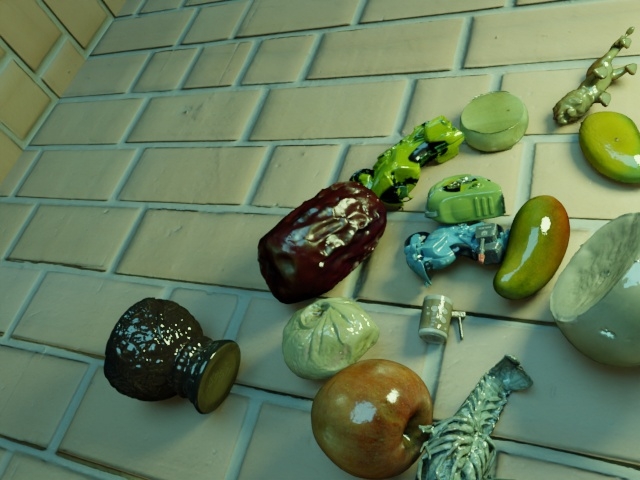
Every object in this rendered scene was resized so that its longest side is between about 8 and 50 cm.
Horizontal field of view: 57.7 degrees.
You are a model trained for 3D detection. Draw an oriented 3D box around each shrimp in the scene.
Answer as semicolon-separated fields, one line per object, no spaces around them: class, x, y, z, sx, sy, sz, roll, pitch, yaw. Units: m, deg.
shrimp;0.296;0.408;1.164;0.221;0.166;0.410;43;52;-1

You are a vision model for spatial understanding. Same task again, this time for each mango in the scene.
mango;0.736;-0.232;1.460;0.137;0.091;0.237;-19;51;19
mango;0.499;0.020;1.356;0.129;0.146;0.289;10;68;44

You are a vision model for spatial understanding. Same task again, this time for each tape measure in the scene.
tape measure;0.367;-0.105;1.510;0.200;0.106;0.175;-12;24;14

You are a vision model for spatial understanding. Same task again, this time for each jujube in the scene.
jujube;0.000;0.000;1.526;0.258;0.258;0.376;30;67;37

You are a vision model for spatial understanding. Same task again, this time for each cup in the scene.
cup;0.285;0.195;1.385;0.074;0.102;0.099;-32;36;55

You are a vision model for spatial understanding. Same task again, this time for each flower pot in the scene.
flower pot;-0.365;0.305;1.483;0.267;0.266;0.266;17;65;22

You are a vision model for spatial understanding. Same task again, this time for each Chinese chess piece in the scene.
Chinese chess piece;0.493;-0.337;1.654;0.189;0.083;0.188;-13;49;15

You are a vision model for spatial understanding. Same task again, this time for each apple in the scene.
apple;0.105;0.368;1.228;0.254;0.253;0.253;-12;53;17

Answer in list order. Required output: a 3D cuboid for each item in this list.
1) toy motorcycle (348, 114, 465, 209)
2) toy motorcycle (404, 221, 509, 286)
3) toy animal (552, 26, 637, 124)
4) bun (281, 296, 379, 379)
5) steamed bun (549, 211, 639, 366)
toy motorcycle;0.247;-0.216;1.638;0.342;0.142;0.206;-36;51;-1
toy motorcycle;0.326;0.026;1.439;0.272;0.123;0.182;-8;39;28
toy animal;0.743;-0.429;1.582;0.312;0.097;0.157;-48;11;-20
bun;0.015;0.217;1.387;0.244;0.153;0.244;-23;12;5
steamed bun;0.622;0.105;1.142;0.206;0.324;0.324;36;73;0
